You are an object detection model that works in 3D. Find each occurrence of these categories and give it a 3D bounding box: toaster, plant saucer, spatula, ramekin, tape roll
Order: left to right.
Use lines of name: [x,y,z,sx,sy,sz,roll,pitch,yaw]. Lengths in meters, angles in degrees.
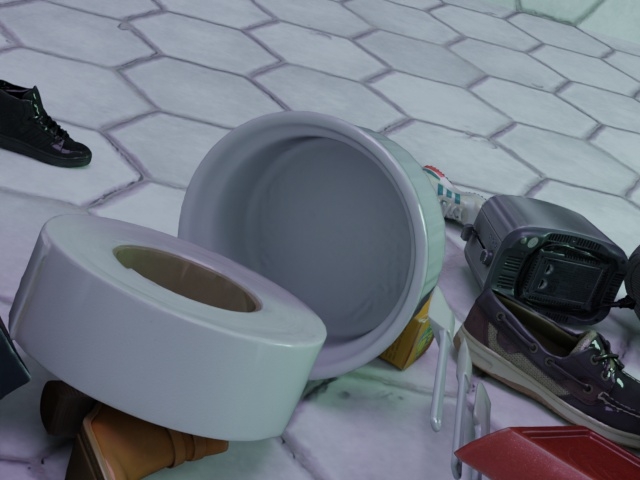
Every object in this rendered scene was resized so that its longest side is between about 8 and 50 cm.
tape roll: [-0.142,0.076,1.165,0.286,0.100,0.286,23,11,-5]
ramekin: [0.000,0.000,1.330,0.277,0.277,0.135,27,16,18]
spatula: [0.137,0.165,1.250,0.019,0.168,0.242,-13,23,17]
toaster: [0.299,0.022,1.648,0.227,0.129,0.146,10,24,-19]
plant saucer: [0.290,0.244,1.179,0.258,0.048,0.259,29,10,32]

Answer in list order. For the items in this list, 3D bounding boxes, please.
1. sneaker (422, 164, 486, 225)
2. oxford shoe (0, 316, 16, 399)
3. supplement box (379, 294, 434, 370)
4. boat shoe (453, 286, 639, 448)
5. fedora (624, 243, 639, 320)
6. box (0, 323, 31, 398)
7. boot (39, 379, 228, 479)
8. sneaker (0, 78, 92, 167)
sneaker: [0.179,-0.049,1.811,0.075,0.057,0.161,-25,48,-33]
oxford shoe: [-0.343,0.093,1.125,0.132,0.130,0.364,40,14,-24]
supplement box: [0.025,0.058,1.451,0.233,0.080,0.078,27,27,21]
boat shoe: [0.294,0.145,1.434,0.285,0.092,0.103,27,25,16]
fedora: [0.499,0.079,1.621,0.124,0.244,0.275,-36,88,-21]
box: [-0.435,0.036,0.906,0.312,0.179,0.343,-32,46,-14]
boot: [-0.149,0.184,1.089,0.152,0.073,0.197,8,29,-30]
sneaker: [-0.371,-0.156,1.601,0.170,0.089,0.051,15,25,-6]
